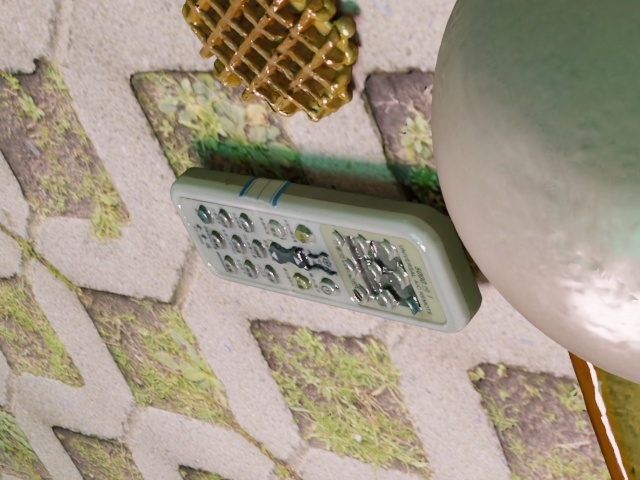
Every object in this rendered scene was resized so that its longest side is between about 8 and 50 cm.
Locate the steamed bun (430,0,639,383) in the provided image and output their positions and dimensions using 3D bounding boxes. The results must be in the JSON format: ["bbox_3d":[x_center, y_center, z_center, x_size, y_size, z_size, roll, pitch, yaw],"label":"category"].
[{"bbox_3d":[0.211,-0.079,0.700,0.324,0.324,0.206,24,166,31],"label":"steamed bun"}]

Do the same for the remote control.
[{"bbox_3d":[0.000,0.000,1.304,0.335,0.065,0.128,12,135,43],"label":"remote control"}]

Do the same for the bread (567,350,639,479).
[{"bbox_3d":[0.209,0.056,1.016,0.138,0.077,0.361,-92,-19,-69],"label":"bread"}]

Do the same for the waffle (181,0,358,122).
[{"bbox_3d":[-0.048,-0.177,1.167,0.191,0.038,0.191,30,148,21],"label":"waffle"}]
